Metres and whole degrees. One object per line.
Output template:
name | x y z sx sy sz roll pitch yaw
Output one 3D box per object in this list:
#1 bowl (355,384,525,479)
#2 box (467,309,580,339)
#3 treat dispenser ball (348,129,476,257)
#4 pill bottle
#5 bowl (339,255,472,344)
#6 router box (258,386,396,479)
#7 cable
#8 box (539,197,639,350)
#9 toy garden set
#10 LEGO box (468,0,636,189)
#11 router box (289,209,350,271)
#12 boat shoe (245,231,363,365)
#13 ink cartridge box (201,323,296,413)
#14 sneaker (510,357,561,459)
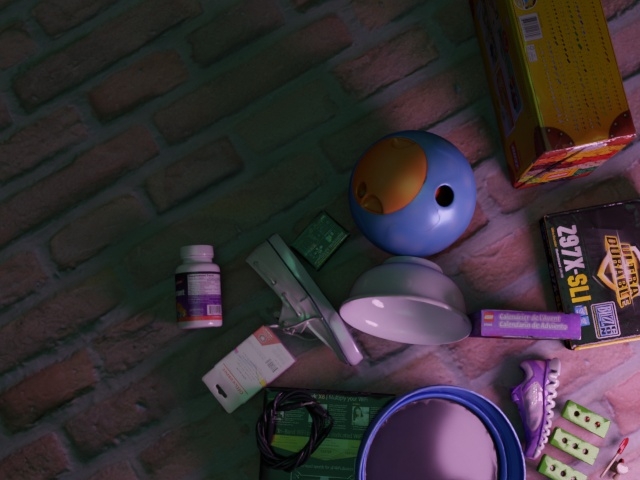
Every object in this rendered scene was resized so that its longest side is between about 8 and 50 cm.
bowl | 0.262 0.516 1.798 0.391 0.077 0.391 1 84 -13
box | 0.433 0.186 1.767 0.201 0.293 0.057 1 83 4
treat dispenser ball | 0.206 -0.105 1.826 0.288 0.288 0.288 -1 83 4
pill bottle | -0.291 0.111 1.924 0.108 0.108 0.193 -4 82 4
bowl | 0.197 0.123 1.816 0.298 0.298 0.134 8 66 5
router box | 0.016 0.469 1.869 0.309 0.081 0.243 3 83 5
cable | -0.073 0.429 1.816 0.150 0.047 0.184 41 88 8
box | 0.669 0.076 1.874 0.257 0.079 0.322 -10 82 5
toy garden set | 0.599 0.519 1.837 0.204 0.049 0.244 28 80 1
LEGO box | 0.495 -0.401 1.799 0.193 0.372 0.500 -12 83 2
router box | 0.000 0.000 1.952 0.092 0.038 0.122 42 88 9
boat shoe | -0.058 0.165 1.888 0.156 0.136 0.367 -37 79 -1
ink cartridge box | -0.169 0.304 1.911 0.198 0.067 0.115 -39 81 -3
sneaker | 0.481 0.377 1.847 0.104 0.095 0.236 10 79 12
